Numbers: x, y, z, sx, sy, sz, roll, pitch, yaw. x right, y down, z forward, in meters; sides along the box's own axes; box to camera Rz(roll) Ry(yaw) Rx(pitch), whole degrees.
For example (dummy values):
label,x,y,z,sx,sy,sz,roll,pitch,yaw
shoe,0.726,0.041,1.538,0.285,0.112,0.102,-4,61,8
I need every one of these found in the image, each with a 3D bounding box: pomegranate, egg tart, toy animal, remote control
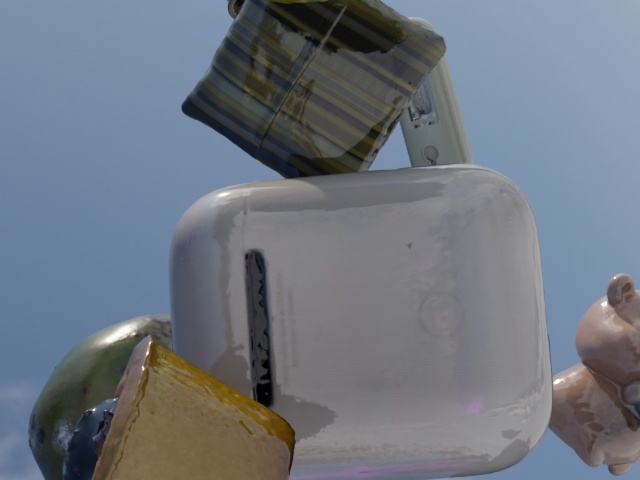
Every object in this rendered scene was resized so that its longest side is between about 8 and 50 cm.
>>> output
label,x,y,z,sx,sy,sz,roll,pitch,yaw
pomegranate,-0.235,0.227,1.714,0.290,0.323,0.291,1,-93,-28
egg tart,-0.123,0.196,1.089,0.170,0.215,0.215,21,-132,-8
toy animal,0.419,0.199,1.879,0.210,0.221,0.230,30,-139,-37
remote control,0.129,-0.164,1.668,0.042,0.078,0.222,-28,-74,-56

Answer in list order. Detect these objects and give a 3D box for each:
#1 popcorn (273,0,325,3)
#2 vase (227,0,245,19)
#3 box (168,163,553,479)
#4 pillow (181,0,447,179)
label,x,y,z,sx,sy,sz,roll,pitch,yaw
popcorn,-0.038,-0.335,1.178,0.282,0.247,0.282,55,-173,-11
vase,-0.089,-0.284,1.482,0.053,0.053,0.101,36,-154,-44
box,0.033,0.080,1.254,0.141,0.348,0.289,31,-125,-79
pillow,-0.011,-0.165,1.375,0.208,0.212,0.052,34,-168,9
